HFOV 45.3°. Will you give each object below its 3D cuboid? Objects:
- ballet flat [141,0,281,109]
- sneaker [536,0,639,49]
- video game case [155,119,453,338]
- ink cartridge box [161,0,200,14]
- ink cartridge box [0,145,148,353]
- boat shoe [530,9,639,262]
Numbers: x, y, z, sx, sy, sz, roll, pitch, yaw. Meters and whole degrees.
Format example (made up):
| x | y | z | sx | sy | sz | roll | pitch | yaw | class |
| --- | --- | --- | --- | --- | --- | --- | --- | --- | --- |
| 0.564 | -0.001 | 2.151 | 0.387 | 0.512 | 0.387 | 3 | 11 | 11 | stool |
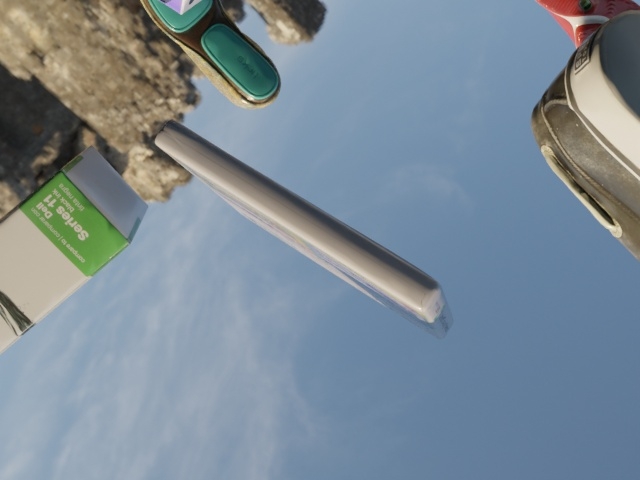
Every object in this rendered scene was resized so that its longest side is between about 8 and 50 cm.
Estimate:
| x | y | z | sx | sy | sz | roll | pitch | yaw | class |
| --- | --- | --- | --- | --- | --- | --- | --- | --- | --- |
| -0.206 | -0.363 | 1.311 | 0.123 | 0.348 | 0.123 | -40 | -168 | 10 | ballet flat |
| 0.303 | -0.277 | 0.883 | 0.087 | 0.221 | 0.128 | -34 | -149 | 24 | sneaker |
| 0.000 | 0.000 | 0.564 | 0.212 | 0.193 | 0.023 | 32 | -94 | 17 | video game case |
| -0.230 | -0.368 | 0.964 | 0.208 | 0.206 | 0.045 | -55 | 176 | -48 | ink cartridge box |
| -0.270 | 0.019 | 0.702 | 0.208 | 0.087 | 0.153 | -40 | -164 | 4 | ink cartridge box |
| 0.177 | 0.006 | 0.304 | 0.077 | 0.219 | 0.070 | -37 | 170 | -26 | boat shoe |
